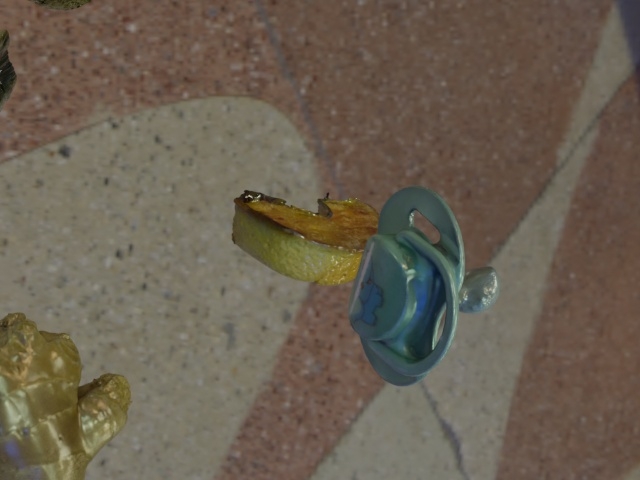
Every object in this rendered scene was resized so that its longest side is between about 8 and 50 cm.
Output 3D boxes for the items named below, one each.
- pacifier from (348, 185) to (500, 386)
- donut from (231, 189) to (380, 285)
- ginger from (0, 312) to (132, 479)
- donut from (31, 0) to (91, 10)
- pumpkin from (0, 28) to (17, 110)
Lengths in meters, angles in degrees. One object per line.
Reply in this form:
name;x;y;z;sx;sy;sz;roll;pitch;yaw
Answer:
pacifier;0.085;0.037;0.916;0.116;0.127;0.150;2;112;-30
donut;-0.001;0.002;1.874;0.259;0.152;0.101;5;117;-40
ginger;-0.359;0.269;1.634;0.236;0.166;0.376;-45;141;-36
donut;-0.325;-0.408;1.573;0.107;0.272;0.272;36;68;-58
pumpkin;-0.386;-0.150;1.316;0.131;0.248;0.126;-45;127;-18
